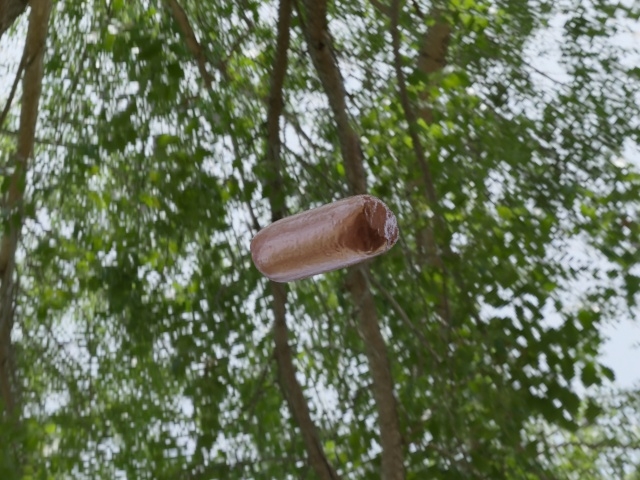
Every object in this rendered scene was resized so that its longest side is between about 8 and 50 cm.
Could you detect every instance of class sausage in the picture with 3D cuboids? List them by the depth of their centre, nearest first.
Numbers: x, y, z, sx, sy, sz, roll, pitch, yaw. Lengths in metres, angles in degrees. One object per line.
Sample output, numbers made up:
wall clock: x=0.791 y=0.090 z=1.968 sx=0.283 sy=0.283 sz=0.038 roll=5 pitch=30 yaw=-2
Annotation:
sausage: x=0.000 y=0.000 z=0.974 sx=0.154 sy=0.062 sz=0.062 roll=-17 pitch=-57 yaw=40
